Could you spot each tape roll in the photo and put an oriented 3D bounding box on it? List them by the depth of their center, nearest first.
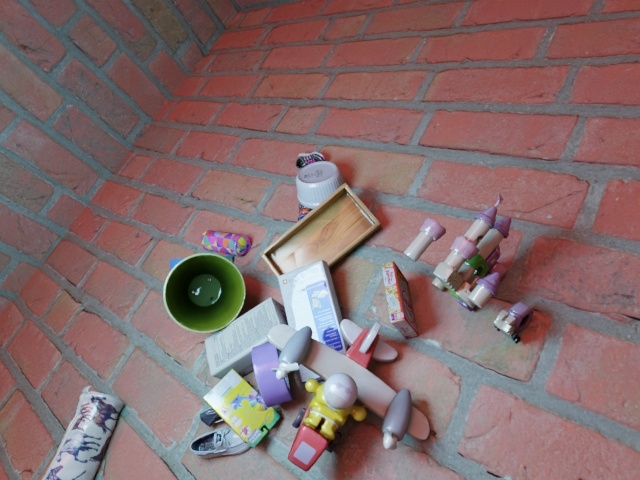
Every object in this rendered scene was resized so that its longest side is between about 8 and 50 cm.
[{"bbox_3d":[-0.150,0.416,1.272,0.080,0.189,0.189,-18,50,-5],"label":"tape roll"}]

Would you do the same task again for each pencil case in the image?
[{"bbox_3d":[-0.890,0.764,1.496,0.159,0.183,0.410,-3,57,30],"label":"pencil case"},{"bbox_3d":[-0.418,0.011,1.780,0.236,0.104,0.104,7,64,37],"label":"pencil case"}]

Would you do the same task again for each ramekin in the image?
[{"bbox_3d":[-0.002,-0.232,1.642,0.207,0.109,0.207,-9,41,8],"label":"ramekin"}]

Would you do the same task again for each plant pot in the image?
[{"bbox_3d":[-0.440,0.191,1.539,0.275,0.274,0.293,-57,12,-13],"label":"plant pot"}]

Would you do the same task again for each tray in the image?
[{"bbox_3d":[0.000,0.000,1.499,0.411,0.076,0.203,-39,76,1],"label":"tray"}]

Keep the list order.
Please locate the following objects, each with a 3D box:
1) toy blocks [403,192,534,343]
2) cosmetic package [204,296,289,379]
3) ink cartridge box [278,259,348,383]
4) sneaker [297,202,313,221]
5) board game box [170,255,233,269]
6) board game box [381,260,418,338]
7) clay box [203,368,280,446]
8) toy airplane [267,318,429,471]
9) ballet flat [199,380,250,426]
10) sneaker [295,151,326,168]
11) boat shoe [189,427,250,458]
[{"bbox_3d":[0.451,0.052,1.099,0.260,0.288,0.309,-50,45,0],"label":"toy blocks"},{"bbox_3d":[-0.241,0.351,1.421,0.296,0.129,0.153,-32,50,8],"label":"cosmetic package"},{"bbox_3d":[-0.018,0.266,1.349,0.175,0.069,0.371,-21,68,17],"label":"ink cartridge box"},{"bbox_3d":[-0.052,-0.091,1.633,0.083,0.087,0.221,-24,51,14],"label":"sneaker"},{"bbox_3d":[-0.507,0.094,1.732,0.210,0.160,0.047,-6,85,27],"label":"board game box"},{"bbox_3d":[0.241,0.182,1.234,0.045,0.147,0.194,-18,53,20],"label":"board game box"},{"bbox_3d":[-0.248,0.534,1.290,0.222,0.053,0.127,38,60,17],"label":"clay box"},{"bbox_3d":[0.069,0.386,1.101,0.386,0.272,0.385,-12,72,-3],"label":"toy airplane"},{"bbox_3d":[-0.311,0.558,1.371,0.203,0.074,0.074,-35,48,-2],"label":"ballet flat"},{"bbox_3d":[-0.048,-0.352,1.825,0.170,0.063,0.075,9,65,40],"label":"sneaker"},{"bbox_3d":[-0.315,0.645,1.297,0.227,0.081,0.079,-22,50,15],"label":"boat shoe"}]
